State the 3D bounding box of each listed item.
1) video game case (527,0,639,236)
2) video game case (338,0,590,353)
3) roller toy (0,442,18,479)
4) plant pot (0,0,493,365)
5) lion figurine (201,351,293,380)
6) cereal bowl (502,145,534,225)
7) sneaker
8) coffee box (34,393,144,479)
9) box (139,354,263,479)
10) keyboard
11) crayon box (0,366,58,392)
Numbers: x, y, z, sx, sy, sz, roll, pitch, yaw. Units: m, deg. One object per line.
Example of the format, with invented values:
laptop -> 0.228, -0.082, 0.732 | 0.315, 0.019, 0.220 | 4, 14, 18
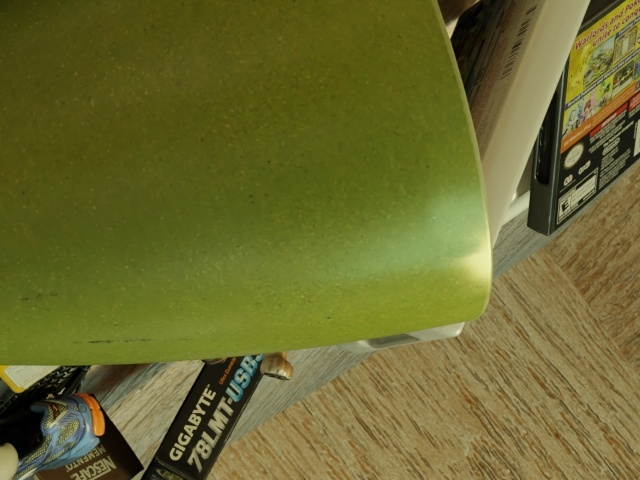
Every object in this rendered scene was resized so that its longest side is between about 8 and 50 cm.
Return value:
video game case -> 0.310, -0.171, 1.917 | 0.275, 0.035, 0.248 | -37, 142, -37
video game case -> 0.115, -0.068, 1.509 | 0.300, 0.036, 0.329 | 156, -43, -76
roller toy -> -0.349, 0.203, 1.493 | 0.191, 0.146, 0.209 | -42, -178, 36
plant pot -> -0.097, -0.045, 0.955 | 0.293, 0.275, 0.275 | -18, 169, -8
lion figurine -> -0.024, -0.024, 1.578 | 0.142, 0.240, 0.392 | 14, 164, -20
cereal bowl -> 0.175, -0.093, 2.011 | 0.339, 0.141, 0.339 | -34, 172, -5
sneaker -> -0.331, 0.224, 1.913 | 0.221, 0.083, 0.087 | -40, 151, 15
coffee box -> -0.379, 0.328, 2.253 | 0.297, 0.119, 0.168 | -40, 170, 32
box -> -0.114, 0.175, 2.211 | 0.293, 0.073, 0.295 | -62, -179, -18
keyboard -> -0.280, 0.142, 1.919 | 0.201, 0.033, 0.317 | -26, 169, -46
crayon box -> -0.183, 0.007, 1.380 | 0.203, 0.083, 0.323 | -34, 172, -9
